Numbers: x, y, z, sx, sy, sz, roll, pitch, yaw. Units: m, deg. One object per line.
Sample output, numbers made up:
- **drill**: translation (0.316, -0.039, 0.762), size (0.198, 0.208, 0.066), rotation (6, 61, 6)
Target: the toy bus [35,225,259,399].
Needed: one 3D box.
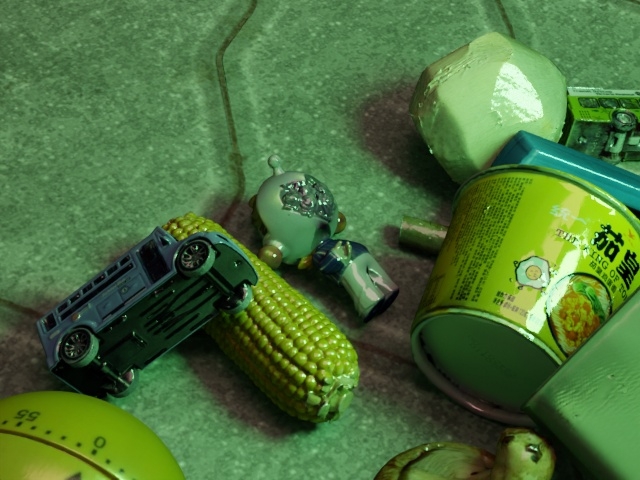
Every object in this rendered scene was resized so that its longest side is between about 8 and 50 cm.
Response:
- **toy bus**: translation (-0.234, 0.083, 1.764), size (0.292, 0.125, 0.133), rotation (-37, 50, 4)

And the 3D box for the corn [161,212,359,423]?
- **corn**: translation (-0.090, 0.108, 1.854), size (0.144, 0.144, 0.387), rotation (-26, 55, -32)

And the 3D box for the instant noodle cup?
- **instant noodle cup**: translation (0.287, 0.090, 1.850), size (0.325, 0.325, 0.254), rotation (26, 56, 11)

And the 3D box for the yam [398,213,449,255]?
- **yam**: translation (0.186, -0.002, 2.073), size (0.132, 0.054, 0.054), rotation (16, 46, 3)

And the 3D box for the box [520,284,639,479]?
- **box**: translation (0.482, 0.211, 1.600), size (0.352, 0.177, 0.344), rotation (-45, 79, -4)

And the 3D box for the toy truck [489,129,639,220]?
- **toy truck**: translation (0.435, -0.037, 2.026), size (0.385, 0.162, 0.161), rotation (20, 16, -8)

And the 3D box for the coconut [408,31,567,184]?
- **coconut**: translation (0.286, -0.218, 2.145), size (0.247, 0.245, 0.245), rotation (-31, 52, 10)

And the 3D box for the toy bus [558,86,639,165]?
- **toy bus**: translation (0.569, -0.212, 2.321), size (0.302, 0.113, 0.139), rotation (0, 44, -11)

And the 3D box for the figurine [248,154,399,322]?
- **figurine**: translation (-0.004, 0.006, 1.973), size (0.194, 0.133, 0.274), rotation (-4, 50, -36)

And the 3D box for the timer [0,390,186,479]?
- **timer**: translation (-0.315, 0.364, 1.419), size (0.376, 0.376, 0.387), rotation (19, 41, 6)

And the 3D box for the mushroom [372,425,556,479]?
- **mushroom**: translation (0.176, 0.360, 1.644), size (0.267, 0.254, 0.267), rotation (-12, 36, 9)
